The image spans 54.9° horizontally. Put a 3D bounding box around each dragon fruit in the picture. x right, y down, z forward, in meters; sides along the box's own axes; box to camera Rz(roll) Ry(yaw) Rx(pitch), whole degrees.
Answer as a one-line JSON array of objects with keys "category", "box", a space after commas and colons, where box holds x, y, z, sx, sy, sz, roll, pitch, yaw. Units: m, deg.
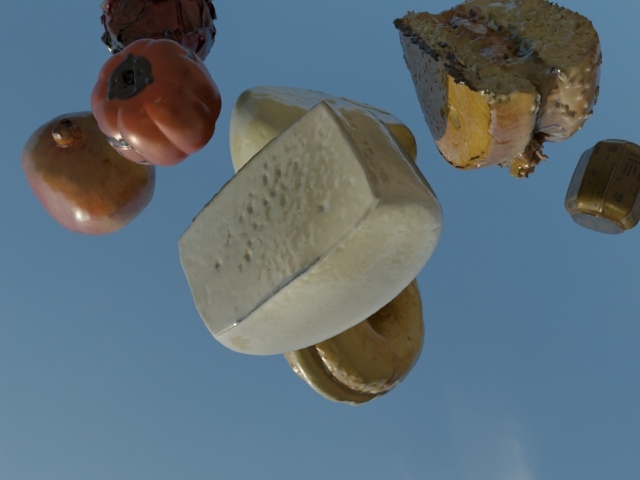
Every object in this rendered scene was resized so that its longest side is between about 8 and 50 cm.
[{"category": "dragon fruit", "box": [-0.352, -0.468, 1.327, 0.244, 0.244, 0.299, 47, -141, 0]}]

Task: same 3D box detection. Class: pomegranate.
[{"category": "pomegranate", "box": [-0.457, -0.144, 1.214, 0.229, 0.270, 0.252, -38, -118, -12]}]

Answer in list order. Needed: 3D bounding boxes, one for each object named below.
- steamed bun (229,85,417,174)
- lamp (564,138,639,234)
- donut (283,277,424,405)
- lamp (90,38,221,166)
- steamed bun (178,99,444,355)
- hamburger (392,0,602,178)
[{"category": "steamed bun", "box": [-0.014, -0.139, 1.116, 0.312, 0.232, 0.334, -9, -150, -44]}, {"category": "lamp", "box": [0.624, -0.115, 1.330, 0.161, 0.161, 0.185, 26, -98, -11]}, {"category": "donut", "box": [0.063, 0.133, 1.349, 0.449, 0.198, 0.448, 18, -115, -44]}, {"category": "lamp", "box": [-0.240, -0.201, 0.929, 0.188, 0.164, 0.187, -7, -113, 17]}, {"category": "steamed bun", "box": [0.000, 0.000, 0.588, 0.164, 0.242, 0.146, 20, -142, -50]}, {"category": "hamburger", "box": [0.316, -0.266, 1.099, 0.268, 0.287, 0.445, -19, -143, -3]}]
